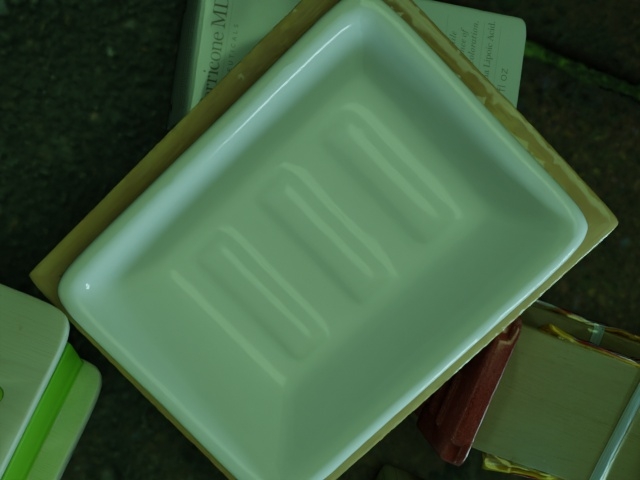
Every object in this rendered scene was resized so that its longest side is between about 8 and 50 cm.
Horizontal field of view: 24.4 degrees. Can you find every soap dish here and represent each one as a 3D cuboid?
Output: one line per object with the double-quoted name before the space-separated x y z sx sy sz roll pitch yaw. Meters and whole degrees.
"soap dish" 0.000 0.000 0.925 0.291 0.118 0.229 -43 97 11

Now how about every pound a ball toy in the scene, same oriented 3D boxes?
"pound a ball toy" -0.262 0.195 0.934 0.135 0.208 0.319 21 71 10

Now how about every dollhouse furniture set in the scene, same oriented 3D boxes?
"dollhouse furniture set" 0.124 0.218 1.039 0.201 0.152 0.374 21 101 -13

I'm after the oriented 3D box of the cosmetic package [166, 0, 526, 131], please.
"cosmetic package" 0.018 -0.115 1.031 0.231 0.085 0.117 8 87 -15
